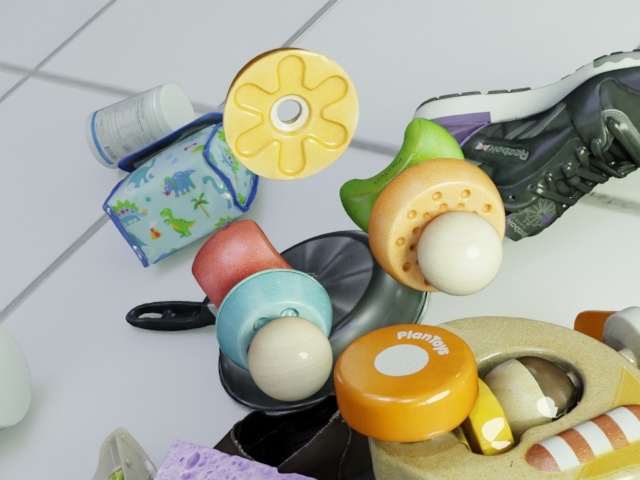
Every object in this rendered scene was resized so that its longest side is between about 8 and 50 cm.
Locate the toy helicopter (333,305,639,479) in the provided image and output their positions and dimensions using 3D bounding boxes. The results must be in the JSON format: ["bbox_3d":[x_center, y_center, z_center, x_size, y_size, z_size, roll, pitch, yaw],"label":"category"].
[{"bbox_3d":[0.194,0.119,0.828,0.355,0.140,0.235,15,36,35],"label":"toy helicopter"}]

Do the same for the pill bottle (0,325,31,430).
[{"bbox_3d":[-0.385,0.154,1.311,0.221,0.121,0.121,-20,34,22],"label":"pill bottle"}]

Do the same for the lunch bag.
[{"bbox_3d":[-0.132,-0.062,1.409,0.128,0.096,0.151,-26,17,18],"label":"lunch bag"}]

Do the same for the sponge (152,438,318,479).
[{"bbox_3d":[-0.027,0.206,0.920,0.210,0.031,0.117,11,51,24],"label":"sponge"}]

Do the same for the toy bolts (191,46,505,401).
[{"bbox_3d":[0.000,0.000,1.014,0.228,0.218,0.158,-46,29,10],"label":"toy bolts"}]

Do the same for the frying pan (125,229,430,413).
[{"bbox_3d":[-0.038,0.041,1.220,0.197,0.053,0.326,-42,35,-15],"label":"frying pan"}]

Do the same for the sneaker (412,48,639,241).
[{"bbox_3d":[0.189,-0.055,1.109,0.283,0.107,0.124,-11,52,39],"label":"sneaker"}]

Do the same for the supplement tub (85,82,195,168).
[{"bbox_3d":[-0.200,-0.126,1.577,0.107,0.071,0.071,-18,34,24],"label":"supplement tub"}]

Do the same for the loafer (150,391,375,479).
[{"bbox_3d":[-0.051,0.159,1.030,0.220,0.078,0.080,-25,32,15],"label":"loafer"}]

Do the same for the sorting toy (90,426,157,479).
[{"bbox_3d":[-0.166,0.203,1.119,0.075,0.045,0.083,-39,30,6],"label":"sorting toy"}]
